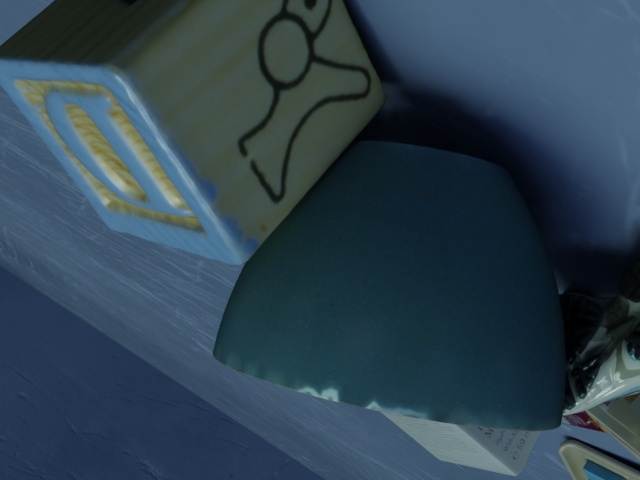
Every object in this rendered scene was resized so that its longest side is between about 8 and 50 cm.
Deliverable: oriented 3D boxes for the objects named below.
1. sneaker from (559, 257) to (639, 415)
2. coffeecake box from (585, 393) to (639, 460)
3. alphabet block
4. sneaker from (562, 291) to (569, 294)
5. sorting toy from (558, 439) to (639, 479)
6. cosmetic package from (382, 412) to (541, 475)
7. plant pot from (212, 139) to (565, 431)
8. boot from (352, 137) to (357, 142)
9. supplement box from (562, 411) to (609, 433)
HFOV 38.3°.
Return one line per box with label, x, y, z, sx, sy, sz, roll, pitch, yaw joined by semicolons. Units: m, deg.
sneaker;0.275;0.093;0.771;0.122;0.110;0.283;13;159;-15
coffeecake box;0.359;0.211;0.915;0.185;0.068;0.142;41;-178;-18
alphabet block;-0.099;-0.125;0.724;0.193;0.197;0.192;15;144;42
sneaker;0.254;0.102;0.913;0.052;0.058;0.135;22;156;32
sorting toy;0.431;0.354;1.234;0.208;0.038;0.193;17;153;39
cosmetic package;0.150;0.144;1.034;0.184;0.151;0.151;40;159;-18
plant pot;0.071;0.025;0.769;0.290;0.195;0.290;10;180;0
boot;0.009;-0.050;0.944;0.115;0.112;0.305;5;156;-10
supplement box;0.292;0.176;1.025;0.043;0.055;0.083;44;159;-24
